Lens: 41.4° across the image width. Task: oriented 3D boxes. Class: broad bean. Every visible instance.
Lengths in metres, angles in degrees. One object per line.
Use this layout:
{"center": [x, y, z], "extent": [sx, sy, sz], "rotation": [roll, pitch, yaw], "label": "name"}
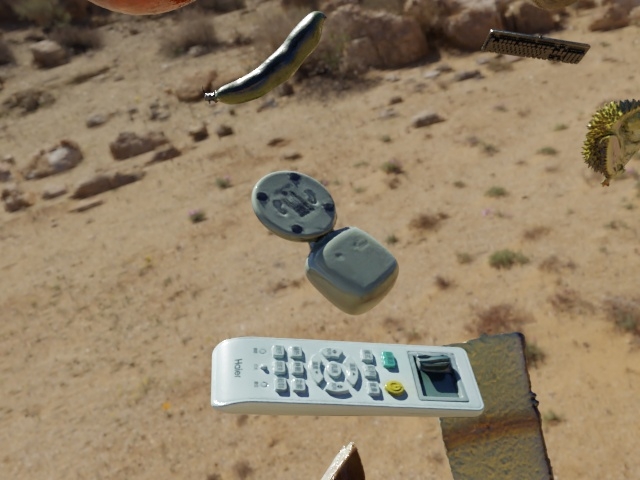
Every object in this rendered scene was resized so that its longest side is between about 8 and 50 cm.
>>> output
{"center": [-0.077, -0.270, 1.300], "extent": [0.227, 0.069, 0.039], "rotation": [-33, -8, -2], "label": "broad bean"}

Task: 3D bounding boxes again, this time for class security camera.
{"center": [0.000, 0.000, 1.485], "extent": [0.157, 0.301, 0.080], "rotation": [-37, -15, -39], "label": "security camera"}

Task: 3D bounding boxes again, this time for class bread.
{"center": [0.033, 0.329, 1.142], "extent": [0.043, 0.062, 0.109], "rotation": [-40, 7, 42], "label": "bread"}
{"center": [0.243, 0.241, 1.150], "extent": [0.135, 0.240, 0.178], "rotation": [-14, -7, 18], "label": "bread"}

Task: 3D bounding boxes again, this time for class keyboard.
{"center": [0.486, -0.436, 1.916], "extent": [0.230, 0.025, 0.093], "rotation": [8, -18, -1], "label": "keyboard"}

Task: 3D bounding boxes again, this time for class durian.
{"center": [0.555, -0.187, 1.598], "extent": [0.146, 0.208, 0.102], "rotation": [-27, 49, -20], "label": "durian"}

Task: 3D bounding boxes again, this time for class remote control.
{"center": [0.027, 0.157, 0.935], "extent": [0.293, 0.051, 0.103], "rotation": [2, 35, -7], "label": "remote control"}

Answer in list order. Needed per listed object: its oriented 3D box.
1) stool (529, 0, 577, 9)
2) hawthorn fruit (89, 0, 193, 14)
{"center": [0.426, -0.601, 1.670], "extent": [0.179, 0.179, 0.264], "rotation": [1, -20, 42], "label": "stool"}
{"center": [-0.188, -0.380, 0.879], "extent": [0.284, 0.284, 0.284], "rotation": [-15, 18, 5], "label": "hawthorn fruit"}
